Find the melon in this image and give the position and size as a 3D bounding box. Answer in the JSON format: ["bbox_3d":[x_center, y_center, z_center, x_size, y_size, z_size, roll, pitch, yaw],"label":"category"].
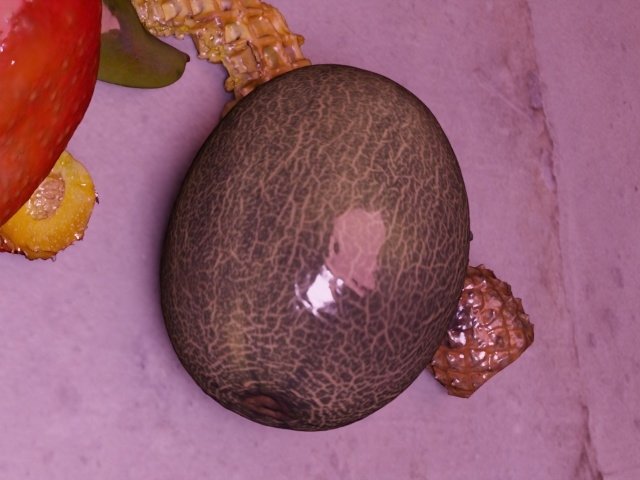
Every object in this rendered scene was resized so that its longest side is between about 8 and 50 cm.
[{"bbox_3d":[0.000,0.000,1.055,0.237,0.237,0.301,35,54,-28],"label":"melon"}]

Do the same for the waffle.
[{"bbox_3d":[-0.083,-0.169,1.177,0.194,0.051,0.149,45,48,-21],"label":"waffle"}]

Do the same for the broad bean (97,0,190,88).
[{"bbox_3d":[-0.239,-0.189,1.036,0.325,0.067,0.075,17,49,-34],"label":"broad bean"}]

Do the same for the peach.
[{"bbox_3d":[-0.219,-0.030,0.991,0.098,0.061,0.098,-10,103,-47],"label":"peach"}]

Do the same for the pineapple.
[{"bbox_3d":[0.098,0.027,1.237,0.237,0.111,0.119,54,14,-1],"label":"pineapple"}]

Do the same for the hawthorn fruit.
[{"bbox_3d":[-0.234,-0.139,0.859,0.300,0.254,0.254,-34,99,-20],"label":"hawthorn fruit"}]
